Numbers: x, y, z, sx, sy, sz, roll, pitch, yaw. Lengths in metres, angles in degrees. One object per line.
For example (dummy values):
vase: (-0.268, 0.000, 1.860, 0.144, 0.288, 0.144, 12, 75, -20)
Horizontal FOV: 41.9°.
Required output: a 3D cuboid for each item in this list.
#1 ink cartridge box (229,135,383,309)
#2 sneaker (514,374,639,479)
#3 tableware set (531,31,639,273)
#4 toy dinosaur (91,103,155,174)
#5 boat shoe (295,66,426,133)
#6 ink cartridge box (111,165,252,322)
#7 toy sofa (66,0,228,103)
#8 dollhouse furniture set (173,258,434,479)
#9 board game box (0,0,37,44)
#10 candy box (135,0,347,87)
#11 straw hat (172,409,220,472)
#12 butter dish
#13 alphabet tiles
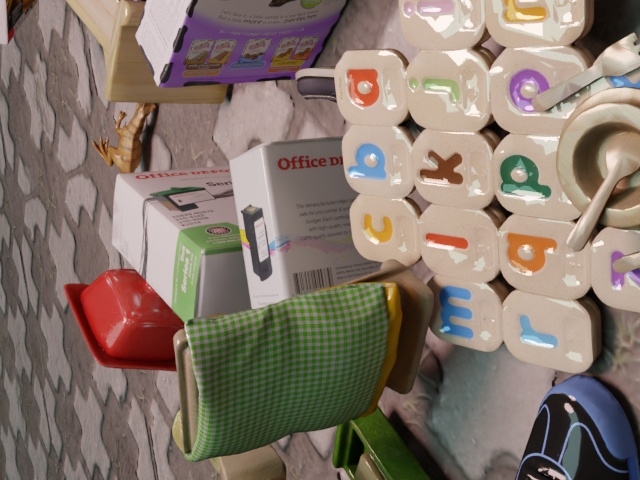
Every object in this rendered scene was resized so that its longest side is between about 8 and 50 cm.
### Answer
ink cartridge box: (0.000, 0.000, 0.752, 0.072, 0.127, 0.175, -11, 87, 60)
sneaker: (0.162, 0.213, 0.588, 0.081, 0.090, 0.232, 17, 112, 55)
tableware set: (0.206, -0.063, 0.455, 0.194, 0.039, 0.128, -30, 85, 47)
toy dinosaur: (-0.283, -0.116, 1.218, 0.112, 0.064, 0.212, 40, 130, 44)
boat shoe: (0.047, -0.113, 0.702, 0.206, 0.075, 0.065, 16, 110, 49)
ink cartridge box: (-0.107, -0.002, 0.885, 0.219, 0.160, 0.093, 35, 125, 47)
toy sofa: (-0.234, -0.321, 1.015, 0.362, 0.150, 0.177, 47, 130, 41)
dollhouse furniture set: (0.007, 0.184, 0.666, 0.151, 0.197, 0.302, 54, 152, 38)
board game box: (-0.413, -0.443, 1.184, 0.193, 0.053, 0.305, 109, 173, -46)
candy box: (-0.056, -0.231, 0.747, 0.070, 0.164, 0.196, 62, 142, 23)
straw hat: (-0.165, 0.255, 1.128, 0.144, 0.061, 0.145, 21, 115, 54)
butter dish: (-0.249, 0.092, 1.165, 0.118, 0.160, 0.160, -51, 52, 21)
alphabet tiles: (0.126, -0.049, 0.585, 0.278, 0.021, 0.284, 9, 115, 41)
